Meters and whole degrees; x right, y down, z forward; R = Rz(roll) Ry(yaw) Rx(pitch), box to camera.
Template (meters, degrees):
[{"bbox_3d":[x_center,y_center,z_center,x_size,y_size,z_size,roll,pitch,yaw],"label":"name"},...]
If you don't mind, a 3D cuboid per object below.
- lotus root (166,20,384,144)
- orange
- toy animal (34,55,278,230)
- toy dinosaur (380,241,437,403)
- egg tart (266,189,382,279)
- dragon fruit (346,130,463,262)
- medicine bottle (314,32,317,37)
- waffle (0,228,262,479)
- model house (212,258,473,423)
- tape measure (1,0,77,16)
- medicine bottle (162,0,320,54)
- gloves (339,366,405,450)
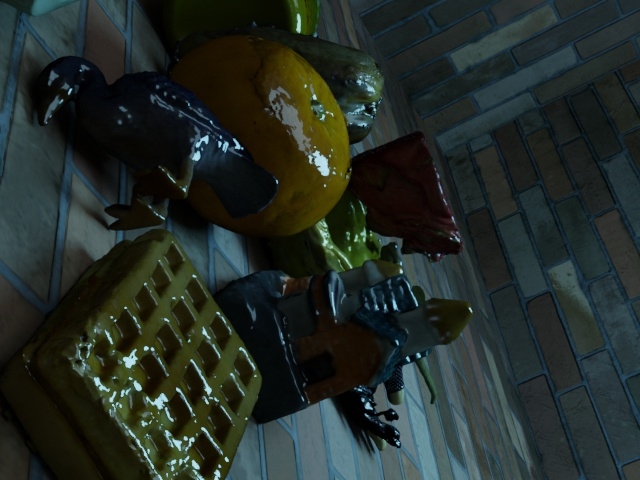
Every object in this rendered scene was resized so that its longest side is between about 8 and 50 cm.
[{"bbox_3d":[-0.060,-0.233,1.686,0.078,0.329,0.167,-149,-113,-76],"label":"lotus root"},{"bbox_3d":[-0.089,-0.134,1.535,0.284,0.226,0.284,45,27,-31],"label":"orange"},{"bbox_3d":[-0.185,-0.108,1.309,0.298,0.122,0.185,12,45,-33],"label":"toy animal"},{"bbox_3d":[0.134,0.112,1.753,0.251,0.072,0.200,63,2,18],"label":"toy dinosaur"},{"bbox_3d":[0.000,0.000,1.821,0.345,0.132,0.345,57,16,-25],"label":"egg tart"},{"bbox_3d":[0.126,-0.054,1.811,0.317,0.152,0.205,-49,118,-83],"label":"dragon fruit"},{"bbox_3d":[-0.062,-0.413,2.368,0.351,0.110,0.110,65,14,0],"label":"medicine bottle"},{"bbox_3d":[-0.164,0.132,1.078,0.224,0.098,0.327,59,14,-12],"label":"waffle"},{"bbox_3d":[0.046,0.098,1.510,0.271,0.301,0.190,-4,76,-75],"label":"model house"},{"bbox_3d":[-0.294,-0.365,1.278,0.115,0.207,0.235,26,20,-2],"label":"tape measure"},{"bbox_3d":[-0.114,-0.385,1.902,0.224,0.224,0.384,61,13,-13],"label":"medicine bottle"},{"bbox_3d":[0.076,0.246,1.789,0.129,0.106,0.180,-68,159,-70],"label":"gloves"}]
